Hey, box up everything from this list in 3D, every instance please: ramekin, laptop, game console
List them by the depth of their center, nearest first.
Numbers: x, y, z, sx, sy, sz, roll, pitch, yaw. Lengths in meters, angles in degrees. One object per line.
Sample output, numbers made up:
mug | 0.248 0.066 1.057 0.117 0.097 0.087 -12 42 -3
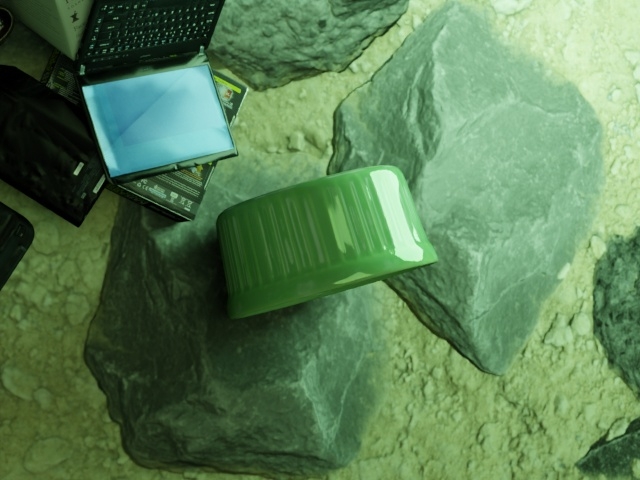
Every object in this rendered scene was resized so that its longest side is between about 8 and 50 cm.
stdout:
game console | -0.434 -0.036 1.863 0.213 0.044 0.361 33 89 -7
laptop | -0.191 -0.233 1.870 0.234 0.264 0.136 -18 54 -44
ramekin | 0.000 0.000 1.972 0.303 0.303 0.148 -14 86 -26

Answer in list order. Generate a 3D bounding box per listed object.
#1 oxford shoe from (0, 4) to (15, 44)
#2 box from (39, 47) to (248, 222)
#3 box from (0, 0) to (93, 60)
oxford shoe | -0.502 -0.255 1.846 0.227 0.096 0.083 -34 104 -21
box | -0.261 -0.175 1.979 0.270 0.060 0.216 26 77 -23
box | -0.321 -0.363 1.876 0.181 0.182 0.119 -38 145 -22
